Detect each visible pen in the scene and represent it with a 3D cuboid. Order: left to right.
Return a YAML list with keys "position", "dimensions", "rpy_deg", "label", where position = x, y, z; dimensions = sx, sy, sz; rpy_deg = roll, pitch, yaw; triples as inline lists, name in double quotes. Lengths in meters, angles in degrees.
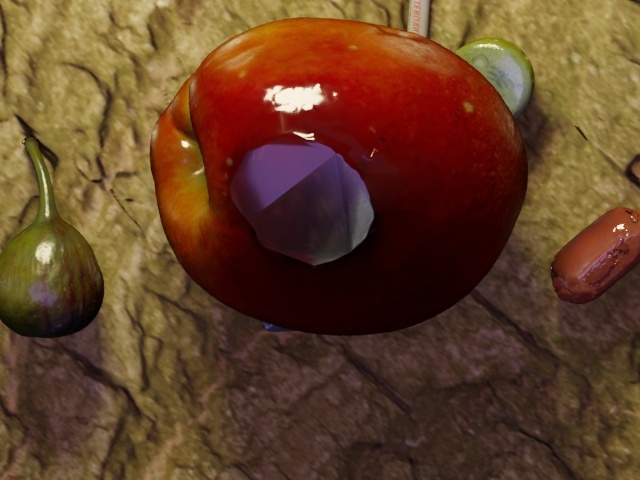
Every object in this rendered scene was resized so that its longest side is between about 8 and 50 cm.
- position: [0.115, -0.287, 1.511]
  dimensions: [0.026, 0.026, 0.218]
  rpy_deg: [5, 105, 4]
  label: "pen"

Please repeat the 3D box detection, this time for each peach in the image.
- position: [0.014, -0.065, 1.387]
  dimensions: [0.406, 0.310, 0.335]
  rpy_deg: [14, 101, -1]
  label: "peach"

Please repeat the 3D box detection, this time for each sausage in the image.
- position: [0.330, 0.015, 1.545]
  dimensions: [0.141, 0.076, 0.076]
  rpy_deg: [-40, 98, 14]
  label: "sausage"

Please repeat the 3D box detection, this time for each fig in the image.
- position: [-0.328, -0.006, 1.579]
  dimensions: [0.149, 0.149, 0.245]
  rpy_deg: [-4, 88, 6]
  label: "fig"

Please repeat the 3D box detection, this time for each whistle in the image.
- position: [0.168, -0.148, 1.533]
  dimensions: [0.104, 0.057, 0.198]
  rpy_deg: [40, 112, 5]
  label: "whistle"

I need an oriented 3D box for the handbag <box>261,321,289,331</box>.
- position: [0.000, 0.000, 1.586]
  dimensions: [0.144, 0.057, 0.221]
  rpy_deg: [2, 104, -1]
  label: "handbag"
